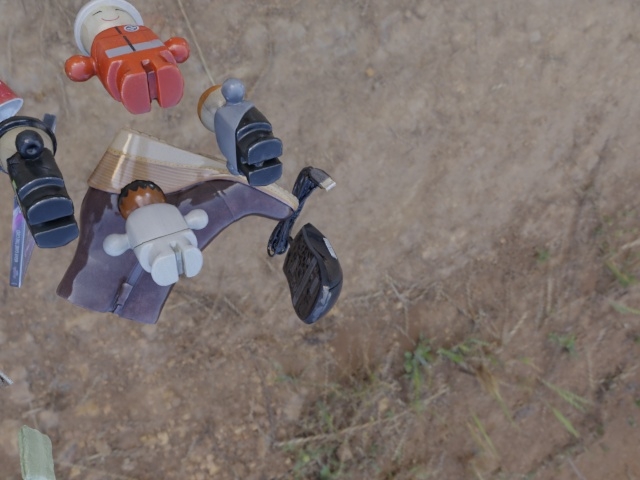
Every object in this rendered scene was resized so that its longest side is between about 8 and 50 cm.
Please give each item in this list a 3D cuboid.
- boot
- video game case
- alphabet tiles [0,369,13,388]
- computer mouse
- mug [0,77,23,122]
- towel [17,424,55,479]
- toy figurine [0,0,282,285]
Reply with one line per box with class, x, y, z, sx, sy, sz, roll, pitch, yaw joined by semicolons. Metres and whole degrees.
boot;-0.162;-0.002;0.832;0.249;0.090;0.206;17;96;-30
video game case;-0.517;-0.066;1.272;0.026;0.196;0.274;14;141;-17
alphabet tiles;-0.617;0.163;1.191;0.198;0.237;0.009;-23;-158;51
computer mouse;0.000;0.000;1.071;0.060;0.262;0.184;15;112;-25
mug;-0.504;-0.210;0.934;0.150;0.169;0.113;-28;-165;42
towel;-0.717;0.545;1.792;0.027;0.148;0.110;-29;143;8
toy figurine;-0.164;-0.084;0.643;0.210;0.148;0.213;25;108;-46
